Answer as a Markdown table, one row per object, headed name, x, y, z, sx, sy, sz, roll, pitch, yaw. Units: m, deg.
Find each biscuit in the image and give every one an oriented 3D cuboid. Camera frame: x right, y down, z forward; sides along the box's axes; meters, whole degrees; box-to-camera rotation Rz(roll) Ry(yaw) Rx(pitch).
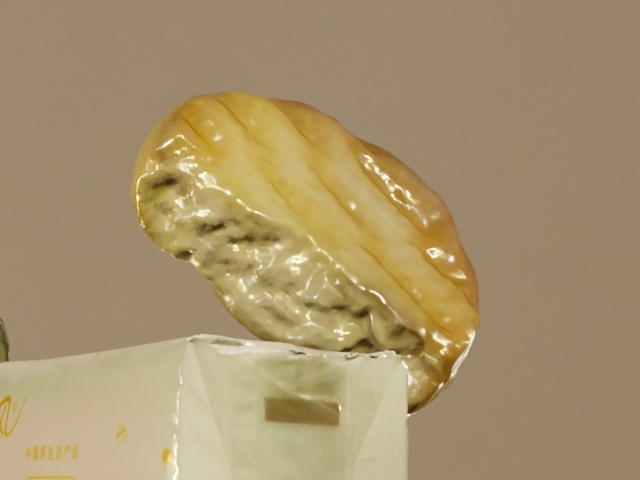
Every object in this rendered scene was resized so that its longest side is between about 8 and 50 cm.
| name | x | y | z | sx | sy | sz | roll | pitch | yaw |
| --- | --- | --- | --- | --- | --- | --- | --- | --- | --- |
| biscuit | -0.001 | 0.001 | 1.333 | 0.091 | 0.274 | 0.213 | -54 | -6 | 32 |

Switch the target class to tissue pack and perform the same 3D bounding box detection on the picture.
| name | x | y | z | sx | sy | sz | roll | pitch | yaw |
| --- | --- | --- | --- | --- | --- | --- | --- | --- | --- |
| tissue pack | -0.067 | 0.143 | 0.840 | 0.124 | 0.185 | 0.225 | 7 | -10 | -31 |

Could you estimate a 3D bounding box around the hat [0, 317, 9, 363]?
| name | x | y | z | sx | sy | sz | roll | pitch | yaw |
| --- | --- | --- | --- | --- | --- | --- | --- | --- | --- |
| hat | -0.363 | 0.064 | 1.407 | 0.252 | 0.110 | 0.252 | -9 | -47 | -9 |
